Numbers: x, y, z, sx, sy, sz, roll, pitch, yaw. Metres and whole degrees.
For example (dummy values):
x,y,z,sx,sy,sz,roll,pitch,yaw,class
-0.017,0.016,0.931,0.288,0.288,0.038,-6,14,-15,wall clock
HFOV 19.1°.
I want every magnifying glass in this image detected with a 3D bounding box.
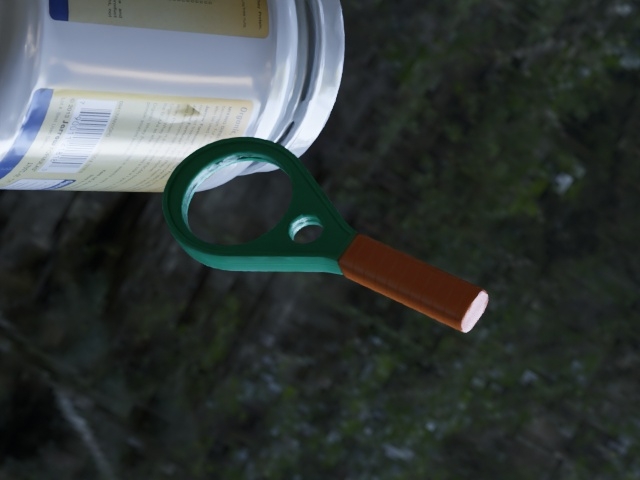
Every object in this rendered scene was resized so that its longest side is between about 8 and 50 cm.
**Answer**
x,y,z,sx,sy,sz,roll,pitch,yaw,class
0.000,0.000,1.180,0.231,0.026,0.092,24,-115,30,magnifying glass

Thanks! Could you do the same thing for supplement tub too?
x,y,z,sx,sy,sz,roll,pitch,yaw,class
-0.161,-0.149,1.400,0.228,0.316,0.228,0,-90,48,supplement tub
